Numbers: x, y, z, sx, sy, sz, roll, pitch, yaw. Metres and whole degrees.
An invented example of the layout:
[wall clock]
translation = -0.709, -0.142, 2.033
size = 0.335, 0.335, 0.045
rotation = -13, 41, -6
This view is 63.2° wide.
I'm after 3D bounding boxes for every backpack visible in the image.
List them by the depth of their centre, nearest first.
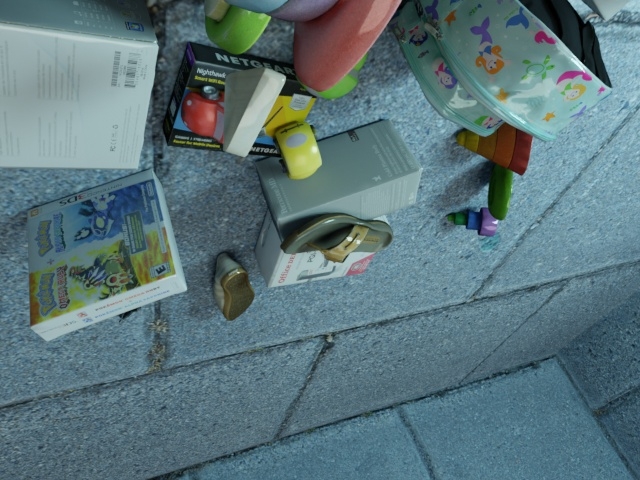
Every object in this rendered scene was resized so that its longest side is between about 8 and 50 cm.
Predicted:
[backpack]
translation = 0.218, -0.236, 0.631
size = 0.225, 0.253, 0.191
rotation = 9, 136, -43

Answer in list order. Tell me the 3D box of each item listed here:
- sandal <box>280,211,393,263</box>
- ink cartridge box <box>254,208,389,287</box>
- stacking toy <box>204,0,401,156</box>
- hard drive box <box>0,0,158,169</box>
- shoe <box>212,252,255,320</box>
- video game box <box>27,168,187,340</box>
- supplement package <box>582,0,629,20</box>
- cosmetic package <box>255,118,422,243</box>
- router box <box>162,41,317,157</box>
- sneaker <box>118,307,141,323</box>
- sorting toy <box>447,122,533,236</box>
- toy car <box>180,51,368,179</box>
[sandal]
translation = 0.039, 0.007, 0.823
size = 0.219, 0.060, 0.090
rotation = 6, 140, -43
[ink cartridge box]
translation = 0.000, 0.000, 0.994
size = 0.218, 0.092, 0.158
rotation = -5, 144, -25
[stacking toy]
translation = -0.066, -0.249, 0.416
size = 0.131, 0.308, 0.279
rotation = 13, 144, -34
[hard drive box]
translation = -0.306, -0.167, 0.542
size = 0.232, 0.089, 0.181
rotation = -3, 143, -31
[shoe]
translation = -0.180, 0.097, 1.062
size = 0.077, 0.058, 0.219
rotation = -33, 158, -24
[video game box]
translation = -0.295, 0.010, 0.706
size = 0.187, 0.205, 0.048
rotation = -22, 145, -5
[supplement package]
translation = 0.341, -0.379, 0.642
size = 0.179, 0.105, 0.105
rotation = 15, 131, -45
[cosmetic package]
translation = 0.026, -0.091, 0.843
size = 0.238, 0.127, 0.107
rotation = -20, 150, -11
[router box]
translation = -0.106, -0.180, 0.697
size = 0.179, 0.046, 0.133
rotation = 0, 141, -34
[sneaker]
translation = -0.377, 0.124, 0.948
size = 0.098, 0.069, 0.038
rotation = -15, 147, -14
[sorting toy]
translation = 0.320, -0.121, 1.049
size = 0.126, 0.127, 0.365
rotation = 5, 151, 8
[toy car]
translation = -0.024, -0.175, 0.664
size = 0.225, 0.053, 0.239
rotation = -41, 145, 22
